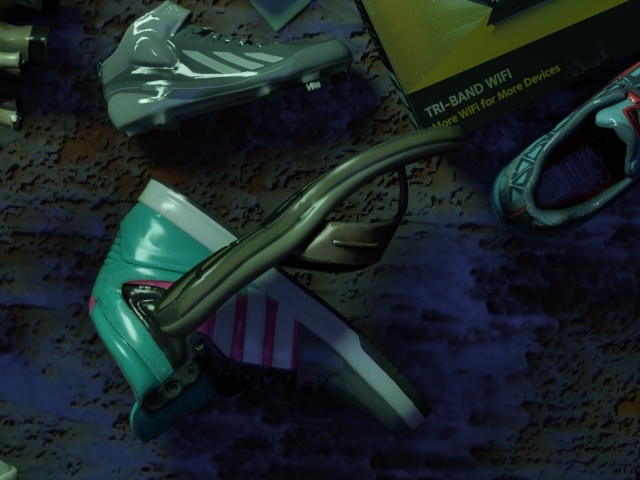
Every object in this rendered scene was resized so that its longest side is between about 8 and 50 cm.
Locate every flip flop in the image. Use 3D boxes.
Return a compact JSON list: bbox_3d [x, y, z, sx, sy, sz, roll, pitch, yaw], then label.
[{"bbox_3d":[0.000,0.000,1.311,0.277,0.112,0.080,-36,93,-15],"label":"flip flop"}]

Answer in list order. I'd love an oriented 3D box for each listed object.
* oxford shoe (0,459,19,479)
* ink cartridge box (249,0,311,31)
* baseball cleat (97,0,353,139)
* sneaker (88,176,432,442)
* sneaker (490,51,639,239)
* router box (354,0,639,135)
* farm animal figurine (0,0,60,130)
[{"bbox_3d":[-0.463,0.150,1.373,0.449,0.169,0.130,9,91,4],"label":"oxford shoe"},{"bbox_3d":[-0.067,-0.284,1.400,0.109,0.062,0.209,-42,93,1],"label":"ink cartridge box"},{"bbox_3d":[-0.081,-0.154,1.403,0.206,0.072,0.109,-16,86,-3],"label":"baseball cleat"},{"bbox_3d":[-0.071,0.104,1.385,0.295,0.124,0.178,38,87,6],"label":"sneaker"},{"bbox_3d":[0.257,-0.087,1.378,0.262,0.125,0.104,-42,93,2],"label":"sneaker"},{"bbox_3d":[0.170,-0.249,1.363,0.309,0.081,0.243,-27,109,1],"label":"router box"},{"bbox_3d":[-0.284,-0.277,1.328,0.172,0.330,0.327,8,121,-3],"label":"farm animal figurine"}]
